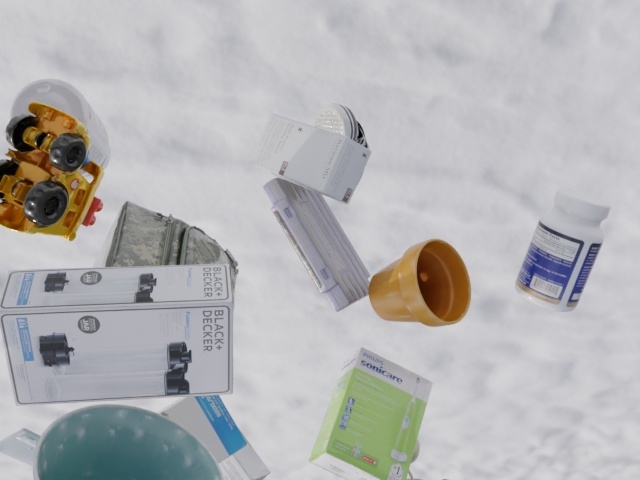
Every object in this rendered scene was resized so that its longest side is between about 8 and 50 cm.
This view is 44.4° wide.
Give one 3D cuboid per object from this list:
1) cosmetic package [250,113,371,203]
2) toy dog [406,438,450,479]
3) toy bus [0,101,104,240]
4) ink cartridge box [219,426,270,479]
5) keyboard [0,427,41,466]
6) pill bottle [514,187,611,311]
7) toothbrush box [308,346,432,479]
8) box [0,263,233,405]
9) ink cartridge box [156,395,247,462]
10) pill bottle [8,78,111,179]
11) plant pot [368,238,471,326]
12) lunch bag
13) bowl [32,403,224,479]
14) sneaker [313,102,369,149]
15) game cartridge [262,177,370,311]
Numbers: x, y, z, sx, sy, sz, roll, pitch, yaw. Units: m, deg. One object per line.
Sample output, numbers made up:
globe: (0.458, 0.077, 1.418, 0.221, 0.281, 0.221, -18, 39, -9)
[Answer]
cosmetic package: (-0.023, -0.163, 1.533, 0.231, 0.117, 0.086, 23, 180, 45)
toy dog: (0.260, 0.697, 2.087, 0.220, 0.334, 0.161, -38, 126, -9)
toy bus: (-0.466, -0.110, 1.412, 0.150, 0.220, 0.211, 24, 179, 27)
ink cartridge box: (-0.313, 0.667, 2.199, 0.278, 0.201, 0.117, -45, 159, 12)
keyboard: (-0.443, 0.386, 1.351, 0.072, 0.014, 0.256, -26, 136, 17)
pill bottle: (0.567, 0.020, 1.827, 0.153, 0.153, 0.264, 9, 109, -24)
toothbrush box: (0.124, 0.434, 1.885, 0.206, 0.283, 0.122, 27, 149, -8)
box: (-0.261, 0.124, 1.043, 0.290, 0.087, 0.169, -1, 123, -10)
ink cartridge box: (-0.322, 0.459, 1.791, 0.233, 0.168, 0.171, -30, 176, -23)
pill bottle: (-0.553, -0.228, 1.706, 0.161, 0.160, 0.283, -5, 170, -3)
plant pot: (0.225, 0.115, 1.883, 0.205, 0.205, 0.188, 21, 152, -38)
lunch bag: (-0.273, 0.101, 1.380, 0.256, 0.305, 0.212, 24, 116, -19)
bowl: (-0.324, 0.428, 1.262, 0.312, 0.311, 0.163, 12, 117, -28)
sneaker: (0.055, -0.251, 1.899, 0.128, 0.126, 0.321, -20, 171, -16)
game cartridge: (0.000, 0.000, 1.952, 0.068, 0.355, 0.230, -34, 173, 26)
